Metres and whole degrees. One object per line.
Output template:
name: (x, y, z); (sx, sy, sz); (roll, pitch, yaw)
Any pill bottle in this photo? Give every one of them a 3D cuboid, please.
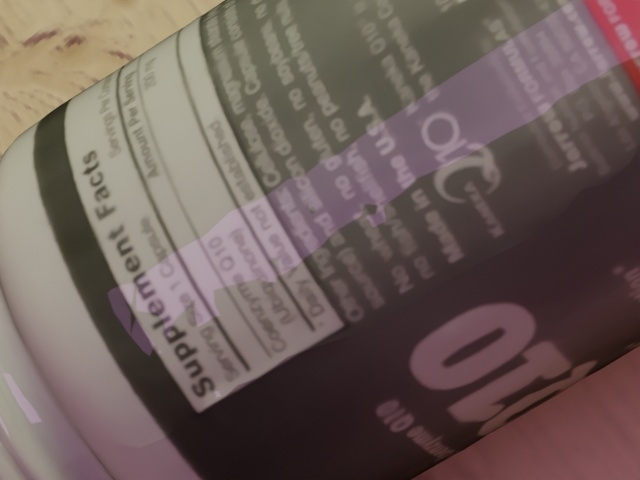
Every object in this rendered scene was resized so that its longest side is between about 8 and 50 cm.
pill bottle: (0.000, 0.000, 0.613); (0.283, 0.161, 0.161); (-32, 76, 11)
